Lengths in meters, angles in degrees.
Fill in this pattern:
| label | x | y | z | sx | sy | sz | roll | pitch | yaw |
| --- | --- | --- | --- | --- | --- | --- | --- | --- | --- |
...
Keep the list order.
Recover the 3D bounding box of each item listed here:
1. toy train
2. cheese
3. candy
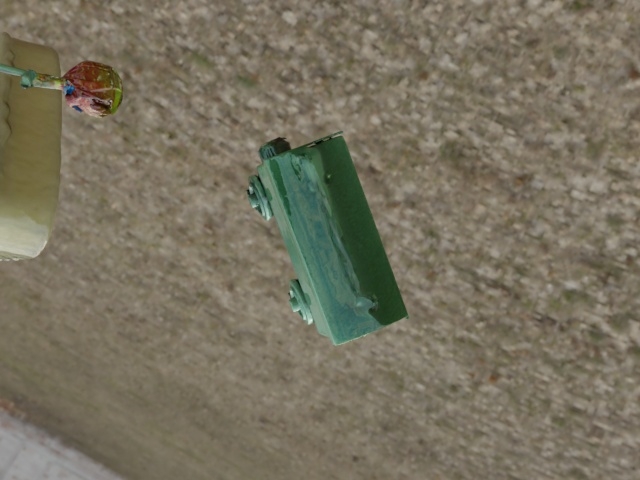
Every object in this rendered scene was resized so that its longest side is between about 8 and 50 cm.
| label | x | y | z | sx | sy | sz | roll | pitch | yaw |
| --- | --- | --- | --- | --- | --- | --- | --- | --- | --- |
| toy train | 0.000 | 0.000 | 1.276 | 0.301 | 0.120 | 0.202 | 70 | 165 | -6 |
| cheese | -0.490 | -0.145 | 1.480 | 0.104 | 0.384 | 0.384 | 12 | 168 | -30 |
| candy | -0.296 | -0.170 | 0.956 | 0.201 | 0.061 | 0.060 | 10 | 169 | -31 |
